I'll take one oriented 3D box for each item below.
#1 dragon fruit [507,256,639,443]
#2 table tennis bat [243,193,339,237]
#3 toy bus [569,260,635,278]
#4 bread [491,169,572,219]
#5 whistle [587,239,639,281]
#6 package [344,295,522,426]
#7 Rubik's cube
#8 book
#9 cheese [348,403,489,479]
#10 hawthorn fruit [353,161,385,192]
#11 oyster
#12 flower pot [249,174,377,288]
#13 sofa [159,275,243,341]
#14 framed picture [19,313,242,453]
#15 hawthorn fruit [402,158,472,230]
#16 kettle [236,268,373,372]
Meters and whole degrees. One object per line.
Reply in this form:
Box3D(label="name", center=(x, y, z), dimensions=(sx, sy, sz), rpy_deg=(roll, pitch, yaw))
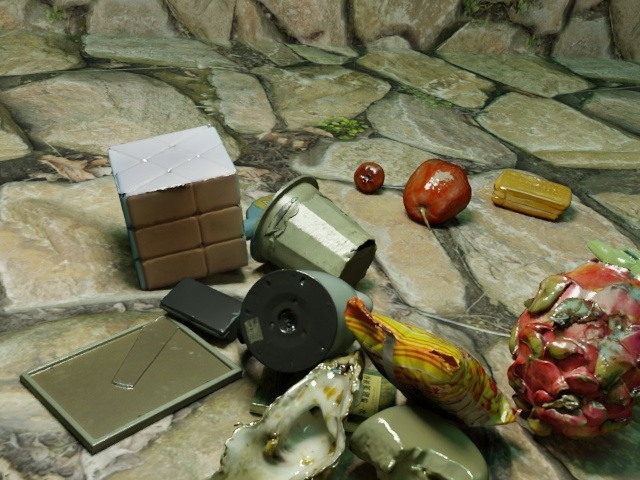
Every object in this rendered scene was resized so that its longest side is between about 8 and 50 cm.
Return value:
Box3D(label="dragon fruit", center=(0.436, 0.198, 1.308), dimensions=(0.250, 0.269, 0.291), rpy_deg=(26, 68, 14))
Box3D(label="table tennis bat", center=(-0.087, -0.044, 1.792), dimensions=(0.329, 0.044, 0.215), rpy_deg=(-13, 37, -37))
Box3D(label="toy bus", center=(0.630, 0.164, 1.513), dimensions=(0.330, 0.135, 0.109), rpy_deg=(30, 37, 33))
Box3D(label="bread", center=(0.553, -0.117, 2.052), dimensions=(0.201, 0.077, 0.116), rpy_deg=(18, 29, 12))
Box3D(label="whistle", center=(0.684, 0.067, 1.752), dimensions=(0.105, 0.085, 0.227), rpy_deg=(-8, 34, -27))
Box3D(label="package", center=(0.172, 0.206, 1.209), dimensions=(0.223, 0.108, 0.288), rpy_deg=(17, -16, 45))
Box3D(label="Rubik's cube", center=(-0.282, -0.071, 1.556), dimensions=(0.222, 0.224, 0.231), rpy_deg=(-13, 35, -13))
Box3D(label="book", center=(0.010, 0.252, 1.306), dimensions=(0.229, 0.024, 0.160), rpy_deg=(10, 27, 4))
Box3D(label="cheese", center=(0.155, 0.317, 1.126), dimensions=(0.175, 0.091, 0.202), rpy_deg=(7, 21, -46))
Box3D(label="hawthorn fruit", center=(0.129, -0.166, 2.028), dimensions=(0.081, 0.081, 0.093), rpy_deg=(14, 15, 10))
Box3D(label="oyster", center=(-0.034, 0.289, 1.132), dimensions=(0.166, 0.110, 0.341), rpy_deg=(12, 38, 22))
Box3D(label="flower pot", center=(0.000, 0.000, 1.584), dimensions=(0.203, 0.212, 0.212), rpy_deg=(31, 36, 22))
Box3D(label="sofa", center=(-0.212, 0.134, 1.432), dimensions=(0.147, 0.060, 0.085), rpy_deg=(22, 44, 20))
Box3D(label="framed picture", center=(-0.306, 0.219, 1.283), dimensions=(0.211, 0.020, 0.290), rpy_deg=(30, 36, 33))
Box3D(label="hawthorn fruit", center=(0.268, -0.102, 1.903), dimensions=(0.163, 0.162, 0.203), rpy_deg=(26, 51, 28))
Box3D(label="kettle", center=(-0.041, 0.135, 1.323), dimensions=(0.221, 0.161, 0.236), rpy_deg=(-18, -7, 17))
